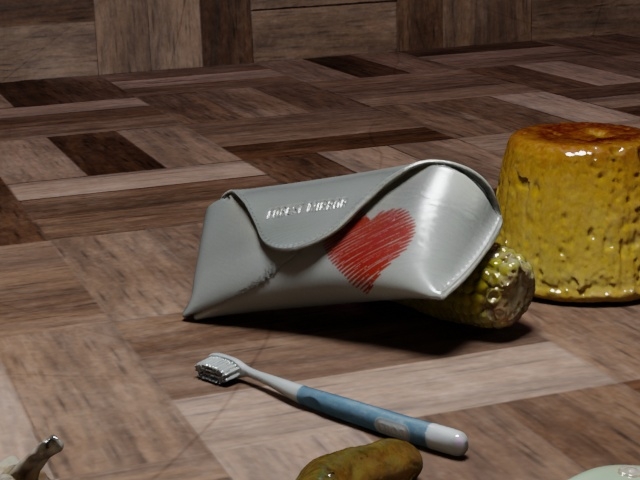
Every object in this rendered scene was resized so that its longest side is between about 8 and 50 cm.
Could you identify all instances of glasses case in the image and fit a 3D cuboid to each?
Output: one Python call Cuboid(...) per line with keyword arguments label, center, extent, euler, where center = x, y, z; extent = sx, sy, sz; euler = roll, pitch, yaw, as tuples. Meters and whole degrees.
Cuboid(label="glasses case", center=(-0.001, 0.002, 1.271), extent=(0.308, 0.083, 0.128), euler=(-7, 42, 34))

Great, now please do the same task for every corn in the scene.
Cuboid(label="corn", center=(0.078, 0.014, 1.343), extent=(0.097, 0.097, 0.320), euler=(-12, 19, -34))

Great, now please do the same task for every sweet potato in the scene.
Cuboid(label="sweet potato", center=(0.014, 0.156, 0.890), extent=(0.054, 0.053, 0.182), euler=(-38, -6, 27))

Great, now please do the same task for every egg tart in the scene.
Cuboid(label="egg tart", center=(0.260, -0.033, 1.390), extent=(0.203, 0.147, 0.202), euler=(1, 14, 0))

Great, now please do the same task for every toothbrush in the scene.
Cuboid(label="toothbrush", center=(0.000, 0.122, 1.080), extent=(0.025, 0.019, 0.276), euler=(-22, 24, -40))

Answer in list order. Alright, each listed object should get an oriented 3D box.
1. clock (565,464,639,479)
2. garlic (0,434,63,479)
Cuboid(label="clock", center=(0.163, 0.181, 0.745), extent=(0.191, 0.062, 0.151), euler=(-16, 21, -42))
Cuboid(label="garlic", center=(-0.131, 0.186, 0.573), extent=(0.143, 0.178, 0.229), euler=(-23, 14, -9))
